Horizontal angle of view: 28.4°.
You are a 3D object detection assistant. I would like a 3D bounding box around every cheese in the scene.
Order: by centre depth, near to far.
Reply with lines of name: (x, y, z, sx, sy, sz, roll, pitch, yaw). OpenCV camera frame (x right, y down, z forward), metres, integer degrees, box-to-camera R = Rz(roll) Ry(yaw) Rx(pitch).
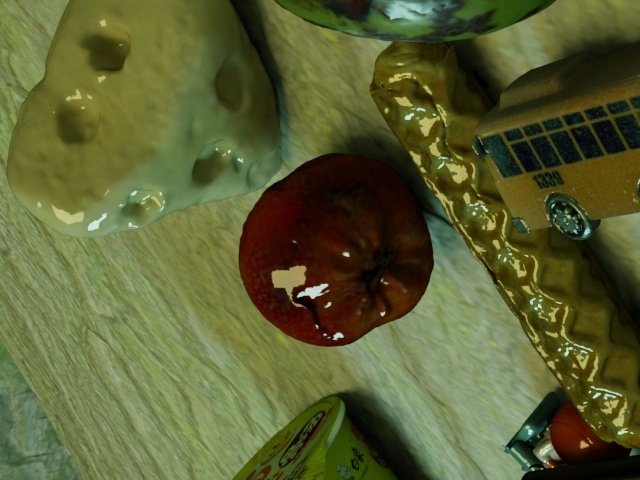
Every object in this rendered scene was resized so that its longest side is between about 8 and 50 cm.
cheese: (-0.160, -0.133, 1.126, 0.173, 0.251, 0.248, 30, 133, 36)

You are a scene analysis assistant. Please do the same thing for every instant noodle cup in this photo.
instant noodle cup: (0.000, 0.364, 1.479, 0.221, 0.311, 0.311, 42, 156, -6)

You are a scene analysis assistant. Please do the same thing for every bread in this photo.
bread: (0.154, 0.005, 0.944, 0.368, 0.077, 0.084, 54, 154, -10)

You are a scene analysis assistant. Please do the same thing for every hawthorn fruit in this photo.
hawthorn fruit: (0.008, 0.001, 1.088, 0.179, 0.173, 0.173, -98, -11, -55)

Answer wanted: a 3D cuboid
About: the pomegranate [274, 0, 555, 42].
pomegranate: (0.030, -0.215, 0.620, 0.254, 0.270, 0.254, -21, -90, -87)

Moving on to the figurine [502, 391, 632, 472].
figurine: (0.216, 0.169, 1.086, 0.075, 0.068, 0.140, 50, 149, 1)

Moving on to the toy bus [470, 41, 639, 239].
toy bus: (0.181, -0.067, 0.782, 0.103, 0.091, 0.182, 58, 152, -12)

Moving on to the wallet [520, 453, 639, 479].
wallet: (0.314, 0.216, 0.951, 0.172, 0.045, 0.318, 47, 146, -15)
